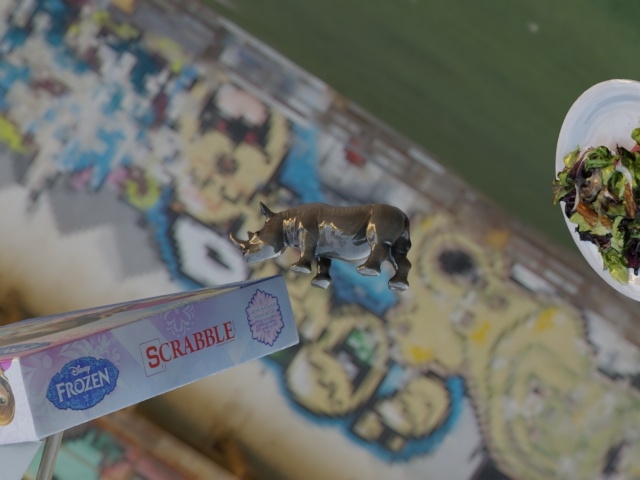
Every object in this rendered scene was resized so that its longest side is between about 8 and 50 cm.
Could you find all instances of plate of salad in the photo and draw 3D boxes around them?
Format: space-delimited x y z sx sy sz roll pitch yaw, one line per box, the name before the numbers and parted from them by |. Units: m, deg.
plate of salad | 0.264 -0.038 1.617 0.048 0.200 0.200 -19 -145 -33

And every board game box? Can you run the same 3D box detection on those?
board game box | -0.237 0.107 1.546 0.318 0.066 0.318 -11 -176 36

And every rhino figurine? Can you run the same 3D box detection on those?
rhino figurine | 0.000 0.000 2.322 0.243 0.106 0.073 3 154 22

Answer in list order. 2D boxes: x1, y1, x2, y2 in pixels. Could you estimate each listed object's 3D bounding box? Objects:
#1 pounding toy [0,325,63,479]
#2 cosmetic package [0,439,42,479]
pounding toy | -0.387 0.184 2.038 0.236 0.183 0.110 25 -172 7
cosmetic package | -0.477 0.307 1.891 0.217 0.385 0.156 33 -177 20
